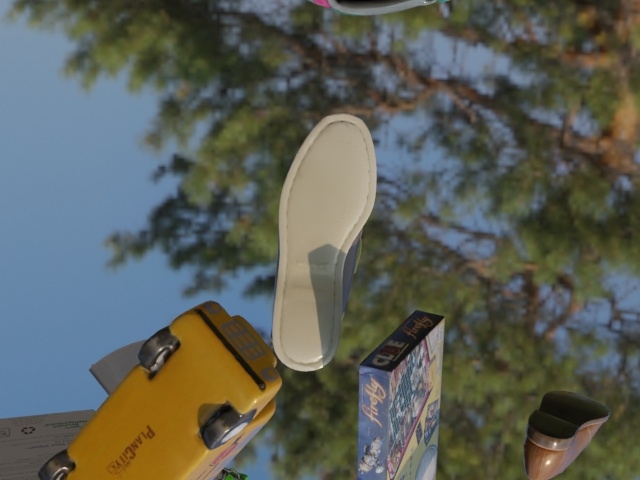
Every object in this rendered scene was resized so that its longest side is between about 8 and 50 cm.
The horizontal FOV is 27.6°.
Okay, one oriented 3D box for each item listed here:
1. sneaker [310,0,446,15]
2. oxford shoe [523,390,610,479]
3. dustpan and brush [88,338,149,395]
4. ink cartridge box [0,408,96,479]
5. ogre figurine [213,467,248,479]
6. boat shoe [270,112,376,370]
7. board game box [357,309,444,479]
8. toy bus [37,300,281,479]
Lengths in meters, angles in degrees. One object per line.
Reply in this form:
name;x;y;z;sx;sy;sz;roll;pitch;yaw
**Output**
sneaker;0.083;-0.293;1.084;0.178;0.295;0.124;54;-175;22
oxford shoe;0.288;0.232;1.564;0.076;0.076;0.212;21;-161;26
dustpan and brush;-0.188;0.170;1.775;0.211;0.060;0.147;-35;-127;-15
ink cartridge box;-0.398;0.304;1.455;0.324;0.072;0.330;-4;-158;-13
ogre figurine;-0.193;0.346;1.626;0.118;0.197;0.097;37;-177;5
boat shoe;0.000;0.000;1.659;0.116;0.325;0.097;8;-177;-2
board game box;0.098;0.229;1.609;0.042;0.243;0.165;12;-155;25
toy bus;-0.153;0.193;1.206;0.108;0.333;0.130;49;-152;14
